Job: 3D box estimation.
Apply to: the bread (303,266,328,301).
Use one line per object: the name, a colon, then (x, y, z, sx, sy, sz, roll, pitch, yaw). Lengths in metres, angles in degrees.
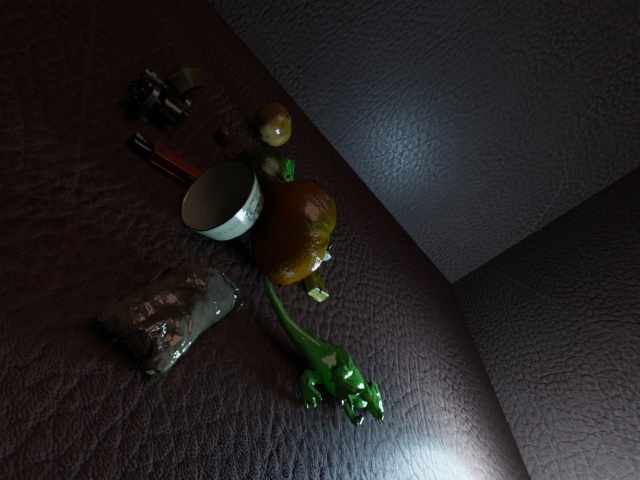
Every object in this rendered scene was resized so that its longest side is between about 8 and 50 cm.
bread: (-0.032, 0.116, 1.513, 0.088, 0.049, 0.226, 35, 26, -40)

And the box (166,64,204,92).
box: (-0.527, -0.642, 1.620, 0.111, 0.111, 0.177, 48, 20, -12)

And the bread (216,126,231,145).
bread: (-0.386, -0.423, 1.629, 0.062, 0.049, 0.103, 82, -11, -50)

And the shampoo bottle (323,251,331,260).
shampoo bottle: (0.000, 0.000, 1.777, 0.072, 0.049, 0.213, 33, 27, -33)

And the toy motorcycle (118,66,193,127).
toy motorcycle: (-0.504, -0.435, 1.305, 0.205, 0.127, 0.275, 37, 18, -39)

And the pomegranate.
pomegranate: (-0.238, -0.221, 1.431, 0.301, 0.236, 0.236, 28, 6, 32)

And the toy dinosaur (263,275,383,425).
toy dinosaur: (0.035, 0.314, 1.208, 0.500, 0.143, 0.374, 64, 17, 15)

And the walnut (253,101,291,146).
walnut: (-0.230, -0.568, 2.022, 0.195, 0.195, 0.222, 34, 23, -41)

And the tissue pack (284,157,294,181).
tissue pack: (-0.208, -0.261, 1.635, 0.209, 0.156, 0.148, -28, 124, -72)

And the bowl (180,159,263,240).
bowl: (-0.257, -0.097, 1.147, 0.126, 0.237, 0.238, 53, 13, -51)

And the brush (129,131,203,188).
brush: (-0.412, -0.203, 1.217, 0.323, 0.051, 0.070, 35, 20, -34)

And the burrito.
burrito: (-0.287, 0.133, 0.854, 0.175, 0.107, 0.347, 65, 21, -5)

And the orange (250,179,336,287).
orange: (-0.085, -0.043, 1.256, 0.274, 0.274, 0.310, 50, 53, -8)

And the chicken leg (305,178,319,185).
chicken leg: (-0.032, -0.182, 1.953, 0.087, 0.107, 0.252, 50, 19, -67)
